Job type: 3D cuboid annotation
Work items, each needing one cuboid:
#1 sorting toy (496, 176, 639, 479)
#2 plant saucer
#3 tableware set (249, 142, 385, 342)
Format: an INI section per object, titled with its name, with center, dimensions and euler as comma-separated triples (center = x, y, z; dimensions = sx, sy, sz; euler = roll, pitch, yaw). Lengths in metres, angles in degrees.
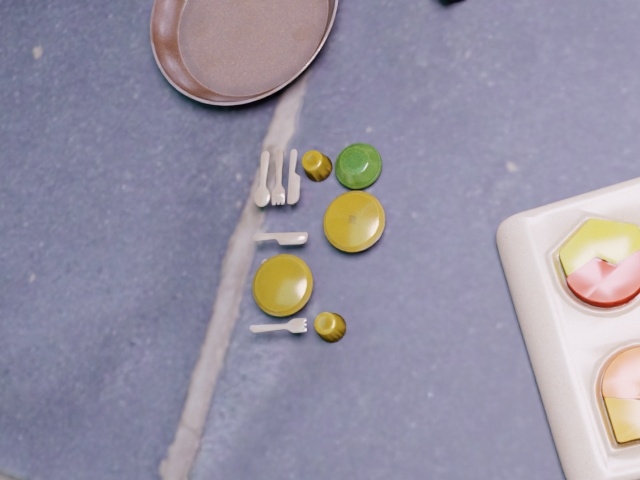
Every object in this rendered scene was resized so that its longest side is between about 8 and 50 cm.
[sorting toy]
center = 0.234, 0.045, 0.635
dimensions = 0.208, 0.038, 0.192
euler = -18, 71, 16
[plant saucer]
center = -0.061, -0.186, 0.813
dimensions = 0.169, 0.029, 0.168
euler = -5, 75, 19
[tableware set]
center = 0.000, 0.000, 0.746
dimensions = 0.104, 0.024, 0.154
euler = -3, 74, 17
